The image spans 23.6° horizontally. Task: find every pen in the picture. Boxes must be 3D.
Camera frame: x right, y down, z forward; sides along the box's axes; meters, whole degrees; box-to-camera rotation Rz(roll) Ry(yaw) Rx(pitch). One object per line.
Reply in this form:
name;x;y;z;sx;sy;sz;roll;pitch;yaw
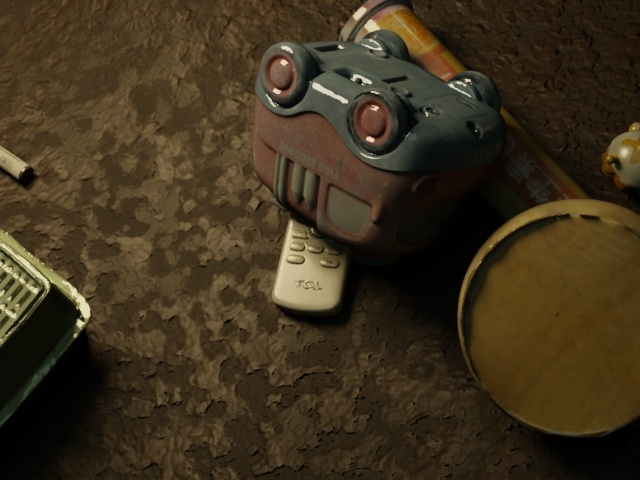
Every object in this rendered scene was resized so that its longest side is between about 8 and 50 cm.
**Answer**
pen;-0.452;-0.132;1.997;0.204;0.025;0.025;32;76;25

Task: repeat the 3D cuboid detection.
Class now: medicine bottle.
medicine bottle;0.190;-0.122;1.797;0.108;0.108;0.426;-38;64;-6

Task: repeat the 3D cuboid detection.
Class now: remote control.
remote control;0.000;0.000;1.825;0.087;0.029;0.190;7;68;16

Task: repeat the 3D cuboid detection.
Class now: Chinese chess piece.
Chinese chess piece;0.273;0.084;1.623;0.257;0.104;0.257;2;98;14

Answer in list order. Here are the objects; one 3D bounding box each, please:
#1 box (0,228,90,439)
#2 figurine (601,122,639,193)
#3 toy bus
box;-0.427;0.128;1.789;0.220;0.166;0.290;35;77;25
figurine;0.396;-0.094;1.757;0.143;0.068;0.101;7;62;2
toy bus;0.052;-0.097;1.727;0.294;0.197;0.232;30;119;31
